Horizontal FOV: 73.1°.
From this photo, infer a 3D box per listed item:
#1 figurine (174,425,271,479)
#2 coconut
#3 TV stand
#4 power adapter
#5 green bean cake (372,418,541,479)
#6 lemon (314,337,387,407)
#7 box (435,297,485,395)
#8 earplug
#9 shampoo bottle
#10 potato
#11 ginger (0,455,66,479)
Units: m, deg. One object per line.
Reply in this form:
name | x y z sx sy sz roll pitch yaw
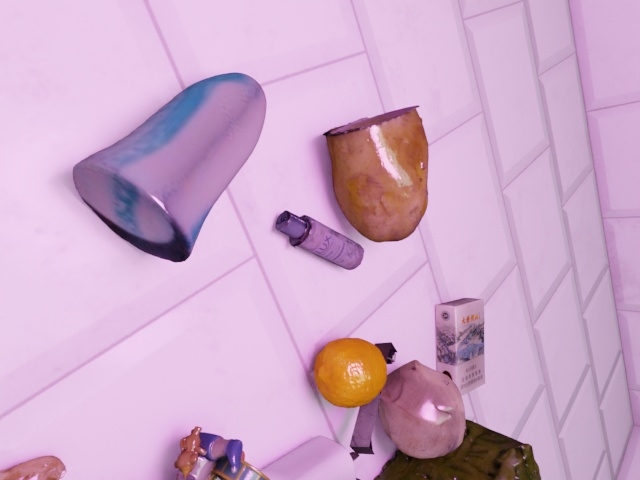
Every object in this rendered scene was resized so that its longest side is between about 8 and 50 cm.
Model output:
figurine | -0.202 0.432 0.645 0.276 0.158 0.161 -55 163 -29
coconut | 0.233 0.385 1.007 0.224 0.224 0.224 0 90 -42
TV stand | 0.122 0.341 0.958 0.040 0.048 0.256 57 36 -26
power adapter | -0.010 0.502 0.840 0.255 0.124 0.187 -10 97 -42
green bean cake | 0.315 0.585 1.012 0.335 0.319 0.218 -28 105 -43
lemon | 0.066 0.273 0.902 0.187 0.142 0.142 0 90 -44
box | 0.410 0.306 1.259 0.164 0.069 0.257 -3 92 -42
earplug | -0.184 -0.144 0.666 0.185 0.185 0.324 52 52 -29
shampoo bottle | 0.000 0.000 0.890 0.214 0.072 0.072 27 72 -39
potato | 0.127 -0.127 0.910 0.229 0.229 0.266 -26 109 -39
ginger | -0.420 0.399 0.503 0.131 0.086 0.295 39 58 -11
